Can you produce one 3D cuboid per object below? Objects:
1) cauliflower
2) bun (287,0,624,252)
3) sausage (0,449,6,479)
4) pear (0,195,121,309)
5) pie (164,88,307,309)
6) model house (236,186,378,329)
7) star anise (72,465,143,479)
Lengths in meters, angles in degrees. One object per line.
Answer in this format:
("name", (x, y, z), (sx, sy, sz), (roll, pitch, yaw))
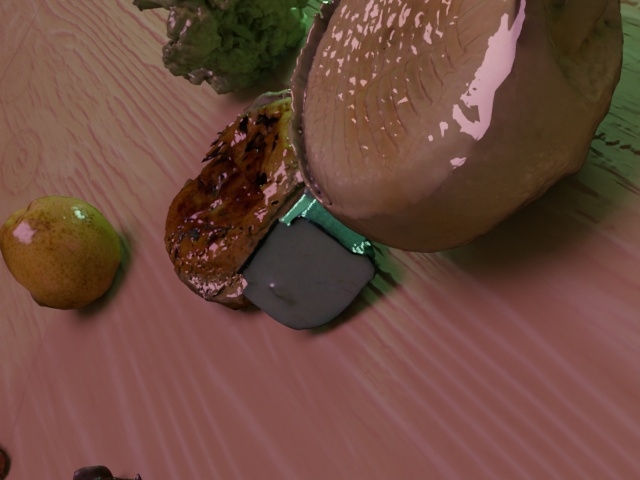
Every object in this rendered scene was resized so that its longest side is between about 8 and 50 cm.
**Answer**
("cauliflower", (-0.142, -0.339, 1.501), (0.281, 0.260, 0.327), (-9, 22, 44))
("bun", (0.142, -0.154, 1.018), (0.364, 0.202, 0.364), (-33, 44, 39))
("sausage", (-0.494, 0.308, 1.566), (0.036, 0.042, 0.158), (-27, 25, -28))
("pear", (-0.383, 0.016, 1.553), (0.178, 0.178, 0.178), (-31, 41, 32))
("pie", (-0.083, -0.068, 1.325), (0.308, 0.085, 0.308), (-31, 40, 31))
("model house", (0.000, 0.000, 1.165), (0.148, 0.119, 0.148), (-53, 7, 39))
("star anise", (-0.285, 0.350, 1.219), (0.220, 0.099, 0.214), (-26, 35, 37))
